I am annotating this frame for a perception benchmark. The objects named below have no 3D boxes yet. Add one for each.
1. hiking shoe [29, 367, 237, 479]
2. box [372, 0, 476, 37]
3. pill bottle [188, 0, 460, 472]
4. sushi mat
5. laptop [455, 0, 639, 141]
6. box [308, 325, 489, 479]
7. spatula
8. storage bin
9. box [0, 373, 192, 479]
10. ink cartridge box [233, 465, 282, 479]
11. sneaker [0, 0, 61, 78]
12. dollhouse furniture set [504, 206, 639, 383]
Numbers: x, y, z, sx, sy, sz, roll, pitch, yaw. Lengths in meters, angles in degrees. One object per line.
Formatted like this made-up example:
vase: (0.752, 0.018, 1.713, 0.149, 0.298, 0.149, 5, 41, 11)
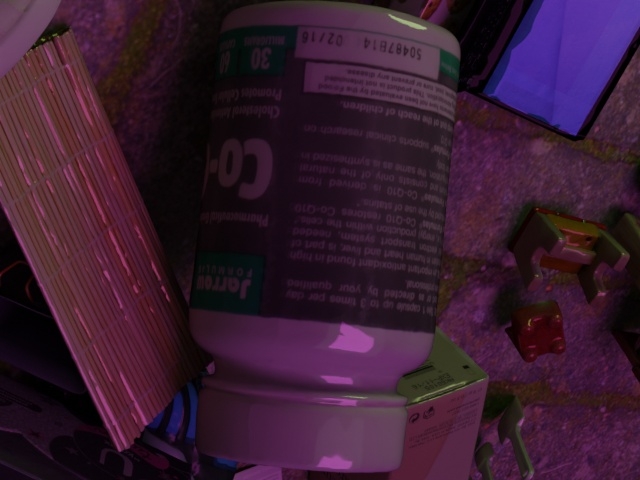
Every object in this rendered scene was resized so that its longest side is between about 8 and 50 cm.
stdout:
hiking shoe: (-0.169, 0.149, 1.340, 0.132, 0.113, 0.304, -61, 141, -34)
box: (0.082, -0.191, 1.299, 0.067, 0.063, 0.324, 14, 111, -45)
pill bottle: (0.000, 0.000, 1.167, 0.204, 0.204, 0.361, 9, 85, -44)
sushi mat: (-0.179, -0.002, 1.115, 0.151, 0.019, 0.316, -48, 124, -49)
laptop: (0.235, -0.214, 1.348, 0.234, 0.137, 0.264, -62, 170, 14)
box: (0.077, 0.246, 1.570, 0.121, 0.148, 0.311, -16, 128, -30)
spatula: (0.199, 0.288, 1.680, 0.019, 0.242, 0.168, 36, 100, -6)
storage bin: (-0.223, 0.047, 1.172, 0.091, 0.135, 0.098, -48, 145, -39)
box: (-0.245, 0.220, 1.183, 0.247, 0.163, 0.142, 29, 103, -11)
ink cartridge box: (-0.108, 0.334, 1.564, 0.145, 0.045, 0.179, -16, 111, -37)
sneaker: (-0.311, -0.139, 0.971, 0.290, 0.106, 0.123, -36, 132, -17)
dollhouse furniture set: (0.365, 0.070, 1.700, 0.374, 0.152, 0.201, 14, 122, -23)
